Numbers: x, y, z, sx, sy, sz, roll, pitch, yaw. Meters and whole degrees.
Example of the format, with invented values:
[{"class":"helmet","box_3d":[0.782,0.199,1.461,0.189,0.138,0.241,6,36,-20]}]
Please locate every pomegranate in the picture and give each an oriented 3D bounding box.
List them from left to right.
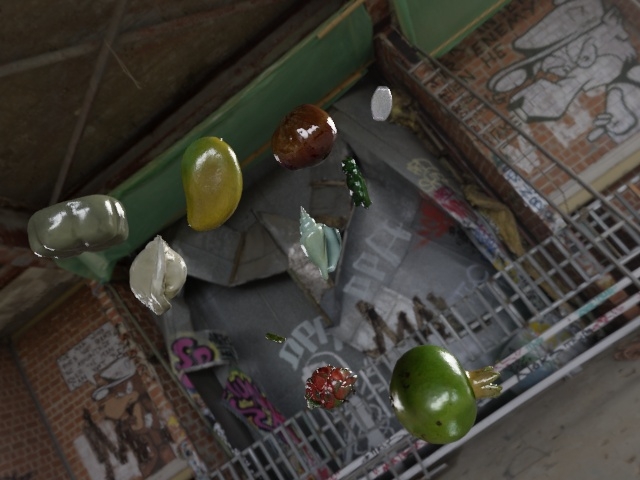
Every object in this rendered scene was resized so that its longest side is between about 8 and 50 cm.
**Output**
[{"class":"pomegranate","box_3d":[0.390,0.461,1.459,0.359,0.309,0.216,-16,-49,6]}]

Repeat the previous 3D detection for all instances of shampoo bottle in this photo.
[{"class":"shampoo bottle","box_3d":[0.170,-0.386,1.288,0.227,0.056,0.086,-69,-16,-70]}]

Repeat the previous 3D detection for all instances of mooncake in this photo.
[{"class":"mooncake","box_3d":[-0.699,-0.030,1.341,0.275,0.135,0.275,-18,-5,-2]}]

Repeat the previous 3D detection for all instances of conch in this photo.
[{"class":"conch","box_3d":[-0.004,0.001,1.053,0.088,0.180,0.065,-27,10,-20]}]

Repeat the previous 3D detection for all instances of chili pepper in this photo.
[{"class":"chili pepper","box_3d":[0.144,-0.228,1.879,0.061,0.224,0.098,-24,10,-33]}]

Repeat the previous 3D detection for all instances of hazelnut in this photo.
[{"class":"hazelnut","box_3d":[-0.064,-0.367,1.668,0.251,0.217,0.217,-41,-15,15]}]

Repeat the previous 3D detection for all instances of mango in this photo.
[{"class":"mango","box_3d":[-0.221,-0.117,0.948,0.122,0.190,0.085,-8,8,-6]}]

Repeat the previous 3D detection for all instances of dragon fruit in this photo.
[{"class":"dragon fruit","box_3d":[0.034,0.568,1.778,0.189,0.182,0.182,24,-56,-39]}]

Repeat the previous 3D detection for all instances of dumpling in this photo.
[{"class":"dumpling","box_3d":[-0.359,0.088,1.027,0.119,0.136,0.199,-11,-42,-27]}]

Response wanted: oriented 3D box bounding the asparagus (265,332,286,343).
[{"class":"asparagus","box_3d":[-0.150,0.335,1.569,0.108,0.021,0.025,2,53,49]}]
